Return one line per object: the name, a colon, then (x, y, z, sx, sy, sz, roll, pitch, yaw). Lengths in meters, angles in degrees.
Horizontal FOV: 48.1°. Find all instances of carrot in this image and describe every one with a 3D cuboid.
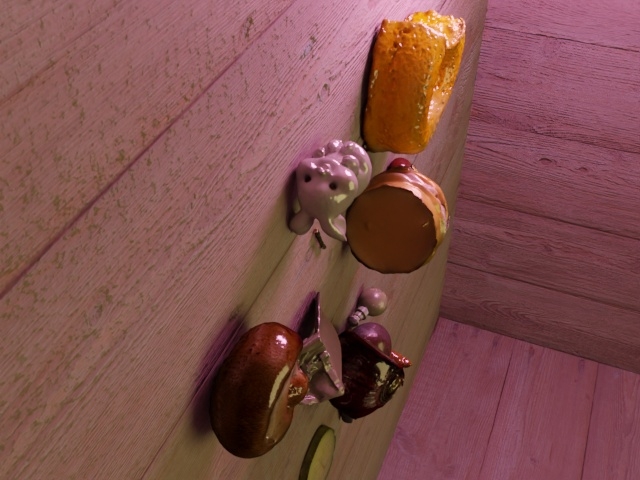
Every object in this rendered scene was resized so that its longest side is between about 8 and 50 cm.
carrot: (0.194, 0.359, 2.283, 0.061, 0.210, 0.061, -52, 152, -42)

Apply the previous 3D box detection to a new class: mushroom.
mushroom: (-0.109, 0.271, 1.300, 0.253, 0.154, 0.253, 14, 90, -76)

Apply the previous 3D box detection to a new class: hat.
hat: (-0.028, 0.262, 1.721, 0.244, 0.149, 0.214, -110, 180, -54)

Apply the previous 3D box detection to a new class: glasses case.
glasses case: (0.088, 0.541, 2.393, 0.190, 0.042, 0.072, 81, 22, -54)

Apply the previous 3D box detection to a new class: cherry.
cherry: (0.145, 0.325, 2.181, 0.176, 0.140, 0.176, -49, 180, 0)

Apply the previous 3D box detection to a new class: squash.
squash: (-0.013, 0.674, 2.198, 0.219, 0.041, 0.219, 13, 90, -69)

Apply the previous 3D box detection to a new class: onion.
onion: (0.091, 0.373, 1.985, 0.206, 0.216, 0.207, -58, 152, -2)

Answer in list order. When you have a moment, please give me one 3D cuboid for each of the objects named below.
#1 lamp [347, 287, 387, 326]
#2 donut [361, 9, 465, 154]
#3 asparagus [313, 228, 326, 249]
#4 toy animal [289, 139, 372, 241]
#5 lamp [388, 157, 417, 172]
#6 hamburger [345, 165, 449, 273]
lamp: (0.140, 0.214, 2.217, 0.163, 0.091, 0.090, -41, 146, -38)
donut: (0.249, -0.401, 1.866, 0.435, 0.164, 0.377, -52, 153, -55)
asparagus: (0.000, 0.000, 1.667, 0.015, 0.014, 0.114, -53, 159, -13)
toy animal: (0.022, -0.103, 1.452, 0.178, 0.128, 0.193, 91, 19, -44)
lamp: (0.248, -0.202, 2.173, 0.101, 0.090, 0.101, 43, 35, -41)
hamburger: (0.216, -0.067, 1.901, 0.237, 0.277, 0.276, -46, 147, -55)
